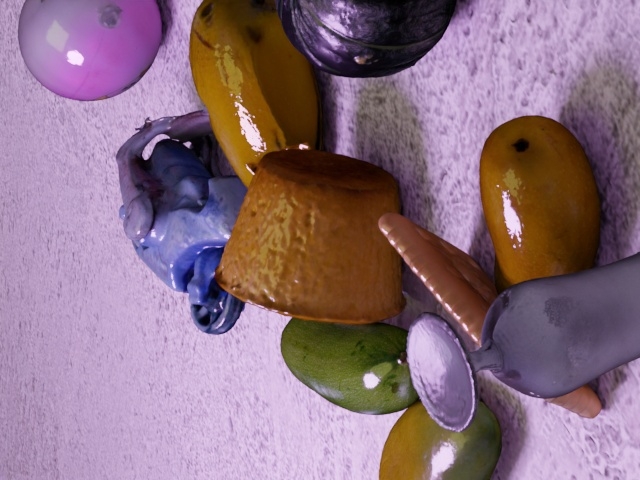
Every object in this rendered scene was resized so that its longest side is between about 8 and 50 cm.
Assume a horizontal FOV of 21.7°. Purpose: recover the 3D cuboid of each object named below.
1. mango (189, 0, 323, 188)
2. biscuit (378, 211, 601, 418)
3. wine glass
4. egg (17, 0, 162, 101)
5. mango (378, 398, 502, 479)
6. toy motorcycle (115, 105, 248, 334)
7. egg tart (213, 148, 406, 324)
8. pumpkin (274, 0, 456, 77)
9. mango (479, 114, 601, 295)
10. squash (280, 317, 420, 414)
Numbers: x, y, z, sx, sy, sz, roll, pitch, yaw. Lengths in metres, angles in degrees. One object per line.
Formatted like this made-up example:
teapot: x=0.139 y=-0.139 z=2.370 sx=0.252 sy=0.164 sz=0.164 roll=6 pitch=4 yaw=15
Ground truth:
mango: x=-0.071 y=-0.165 z=1.928 sx=0.167 sy=0.130 sz=0.262 roll=-2 pitch=106 yaw=65
biscuit: x=0.160 y=0.068 z=1.589 sx=0.030 sy=0.160 sz=0.249 roll=-49 pitch=47 yaw=11
wine glass: x=0.194 y=0.079 z=1.398 sx=0.103 sy=0.231 sz=0.103 roll=39 pitch=137 yaw=48
egg: x=-0.320 y=-0.288 z=2.293 sx=0.271 sy=0.196 sz=0.196 roll=-146 pitch=46 yaw=-70
mango: x=0.127 y=0.237 z=1.796 sx=0.137 sy=0.091 sz=0.237 roll=55 pitch=143 yaw=33
toy motorcycle: x=-0.161 y=-0.046 z=2.109 sx=0.319 sy=0.182 sz=0.241 roll=43 pitch=140 yaw=50
egg tart: x=0.000 y=0.000 z=1.812 sx=0.215 sy=0.215 sz=0.171 roll=35 pitch=118 yaw=54
pumpkin: x=0.038 y=-0.264 z=1.609 sx=0.220 sy=0.162 sz=0.220 roll=30 pitch=124 yaw=56
mango: x=0.195 y=-0.014 z=1.504 sx=0.227 sy=0.099 sz=0.136 roll=87 pitch=160 yaw=-45
squash: x=0.034 y=0.134 z=1.880 sx=0.395 sy=0.107 sz=0.107 roll=-170 pitch=67 yaw=-71
